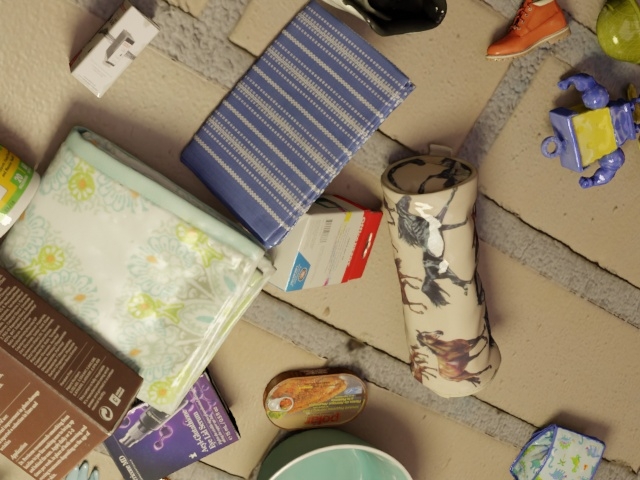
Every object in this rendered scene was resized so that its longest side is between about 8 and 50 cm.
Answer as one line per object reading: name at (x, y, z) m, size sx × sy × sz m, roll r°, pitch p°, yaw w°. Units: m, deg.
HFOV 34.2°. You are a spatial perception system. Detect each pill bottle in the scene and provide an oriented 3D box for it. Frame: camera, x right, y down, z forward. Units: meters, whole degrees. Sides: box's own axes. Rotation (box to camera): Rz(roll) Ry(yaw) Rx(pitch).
pill bottle at (-0.544, -0.115, 1.504) m, size 0.246 × 0.136 × 0.136 m, roll 40°, pitch 95°, yaw -25°

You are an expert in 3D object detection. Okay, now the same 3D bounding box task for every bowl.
bowl at (0.003, 0.461, 1.864) m, size 0.312 × 0.163 × 0.311 m, roll -6°, pitch 112°, yaw -14°

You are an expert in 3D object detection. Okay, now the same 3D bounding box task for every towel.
towel at (-0.042, -0.179, 1.599) m, size 0.336 × 0.243 × 0.040 m, roll -49°, pitch 154°, yaw 5°
towel at (-0.298, 0.052, 1.599) m, size 0.374 × 0.090 × 0.320 m, roll 34°, pitch 102°, yaw -3°

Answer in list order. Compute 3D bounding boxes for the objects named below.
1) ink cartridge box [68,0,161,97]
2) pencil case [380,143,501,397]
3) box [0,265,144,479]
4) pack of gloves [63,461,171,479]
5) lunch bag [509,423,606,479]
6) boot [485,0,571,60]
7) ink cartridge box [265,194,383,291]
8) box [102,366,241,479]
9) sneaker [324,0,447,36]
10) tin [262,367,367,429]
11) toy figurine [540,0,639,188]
ink cartridge box at (-0.305, -0.285, 1.531) m, size 0.056 × 0.099 × 0.135 m, roll 41°, pitch 94°, yaw -24°
pencil case at (0.209, 0.052, 1.775) m, size 0.160 × 0.183 × 0.410 m, roll -3°, pitch 114°, yaw 19°
box at (-0.479, 0.178, 1.551) m, size 0.381 × 0.143 × 0.191 m, roll 40°, pitch 123°, yaw -11°
pack of gloves at (-0.387, 0.498, 1.843) m, size 0.195 × 0.046 × 0.232 m, roll 14°, pitch 102°, yaw -9°
lunch bag at (0.465, 0.432, 2.023) m, size 0.129 × 0.096 × 0.151 m, roll 21°, pitch 112°, yaw -22°
boot at (0.333, -0.351, 1.717) m, size 0.158 × 0.059 × 0.084 m, roll -27°, pitch 112°, yaw -14°
ink cartridge box at (0.000, 0.000, 1.702) m, size 0.231 × 0.078 × 0.134 m, roll -5°, pitch 117°, yaw -57°
box at (-0.264, 0.301, 1.757) m, size 0.207 × 0.108 × 0.153 m, roll -27°, pitch 115°, yaw -5°
sneaker at (-0.003, -0.427, 1.477) m, size 0.448 × 0.257 × 0.169 m, roll 21°, pitch 103°, yaw -22°
tin at (-0.010, 0.283, 1.864) m, size 0.190 × 0.040 × 0.106 m, roll -2°, pitch 106°, yaw -15°
toy figurine at (0.472, -0.207, 1.743) m, size 0.217 × 0.191 × 0.362 m, roll -21°, pitch 113°, yaw -3°
